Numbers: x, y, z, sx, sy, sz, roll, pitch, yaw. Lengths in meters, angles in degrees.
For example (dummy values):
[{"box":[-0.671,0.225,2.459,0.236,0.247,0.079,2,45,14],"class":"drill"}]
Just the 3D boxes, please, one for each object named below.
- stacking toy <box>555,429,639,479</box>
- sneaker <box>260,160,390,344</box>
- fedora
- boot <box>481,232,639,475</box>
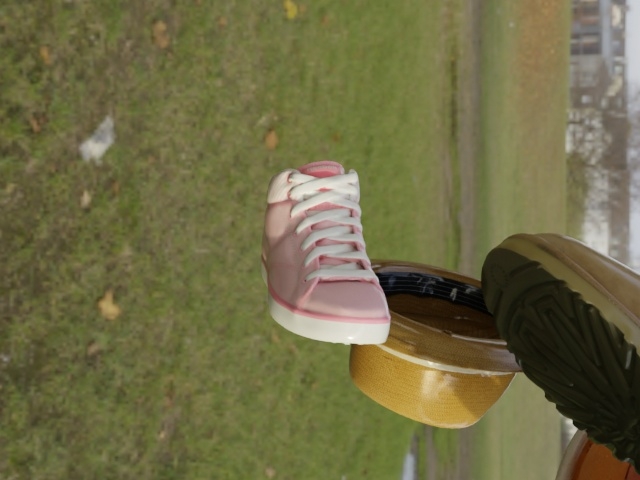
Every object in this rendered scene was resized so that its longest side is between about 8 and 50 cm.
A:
[{"box":[0.383,0.237,0.762,0.480,0.351,0.350,69,24,-73],"class":"stacking toy"},{"box":[0.000,0.000,0.472,0.134,0.051,0.070,-132,-133,-68],"class":"sneaker"},{"box":[0.080,0.076,0.671,0.194,0.194,0.079,-49,156,-73],"class":"fedora"},{"box":[0.251,0.024,0.533,0.269,0.236,0.089,-38,166,-28],"class":"boot"}]
